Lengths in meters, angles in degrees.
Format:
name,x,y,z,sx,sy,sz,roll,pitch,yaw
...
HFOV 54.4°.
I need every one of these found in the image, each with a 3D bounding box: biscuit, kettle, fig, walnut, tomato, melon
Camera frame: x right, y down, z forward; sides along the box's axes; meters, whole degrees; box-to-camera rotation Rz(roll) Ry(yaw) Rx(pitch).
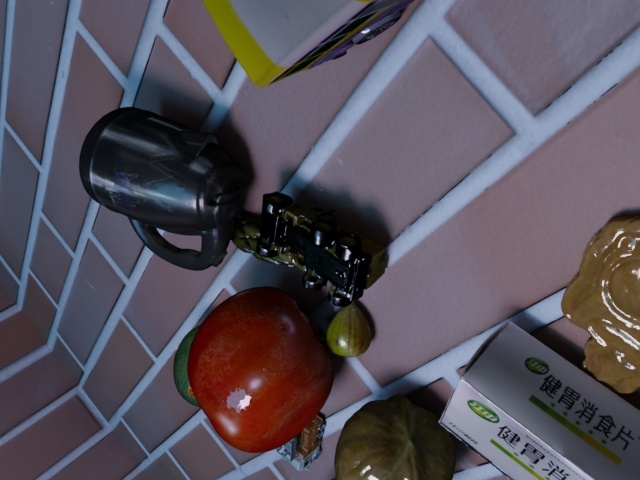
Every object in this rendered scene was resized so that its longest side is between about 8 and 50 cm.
name,x,y,z,sx,sy,sz,roll,pitch,yaw
biscuit,0.456,0.092,0.805,0.269,0.051,0.376,41,139,19
kettle,-0.300,-0.090,1.287,0.324,0.228,0.320,21,118,29
fig,0.052,0.156,1.224,0.093,0.093,0.166,16,123,38
walnut,0.139,0.438,1.223,0.228,0.282,0.282,5,131,-6
tomato,-0.120,0.267,1.296,0.293,0.290,0.325,52,169,19
melon,-0.291,0.331,1.614,0.182,0.182,0.287,40,140,18

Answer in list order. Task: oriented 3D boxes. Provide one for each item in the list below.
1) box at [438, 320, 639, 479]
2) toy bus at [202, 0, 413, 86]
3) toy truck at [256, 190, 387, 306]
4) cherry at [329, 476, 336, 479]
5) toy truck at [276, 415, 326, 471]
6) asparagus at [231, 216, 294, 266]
name,x,y,z,sx,sy,sz,roll,pitch,yaw
box,0.362,0.299,0.944,0.333,0.145,0.173,36,151,23
toy bus,0.052,-0.376,0.721,0.440,0.249,0.209,-21,101,50
toy truck,-0.005,0.001,1.143,0.257,0.127,0.127,28,127,30
cherry,0.083,0.762,1.475,0.335,0.291,0.326,39,131,32
toy truck,-0.055,0.504,1.551,0.080,0.115,0.177,29,136,28
asparagus,-0.149,-0.010,1.320,0.287,0.080,0.080,28,134,33
